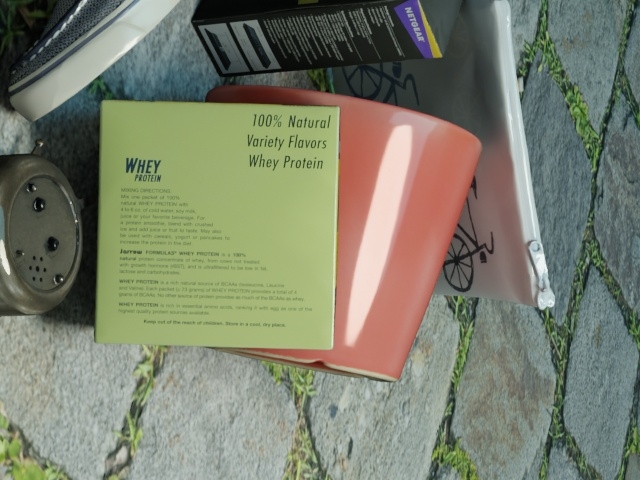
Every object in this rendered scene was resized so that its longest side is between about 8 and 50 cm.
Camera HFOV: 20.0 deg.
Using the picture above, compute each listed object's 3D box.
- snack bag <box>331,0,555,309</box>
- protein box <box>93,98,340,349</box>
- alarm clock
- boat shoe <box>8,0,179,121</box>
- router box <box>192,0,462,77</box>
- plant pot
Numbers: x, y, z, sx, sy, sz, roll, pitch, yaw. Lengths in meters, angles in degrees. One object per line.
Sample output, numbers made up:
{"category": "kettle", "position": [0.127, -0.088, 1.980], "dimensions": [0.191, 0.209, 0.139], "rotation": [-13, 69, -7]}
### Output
{"category": "snack bag", "position": [0.119, -0.099, 1.870], "dimensions": [0.037, 0.342, 0.323], "rotation": [-13, 99, -29]}
{"category": "protein box", "position": [-0.085, -0.015, 1.539], "dimensions": [0.136, 0.200, 0.201], "rotation": [-101, -167, -88]}
{"category": "alarm clock", "position": [-0.249, 0.004, 1.425], "dimensions": [0.192, 0.064, 0.129], "rotation": [-45, 127, -52]}
{"category": "boat shoe", "position": [-0.169, -0.263, 1.494], "dimensions": [0.158, 0.127, 0.340], "rotation": [47, 73, -15]}
{"category": "router box", "position": [0.037, -0.302, 1.814], "dimensions": [0.081, 0.243, 0.308], "rotation": [62, 37, -40]}
{"category": "plant pot", "position": [0.000, 0.000, 1.727], "dimensions": [0.275, 0.275, 0.243], "rotation": [21, 79, -61]}
